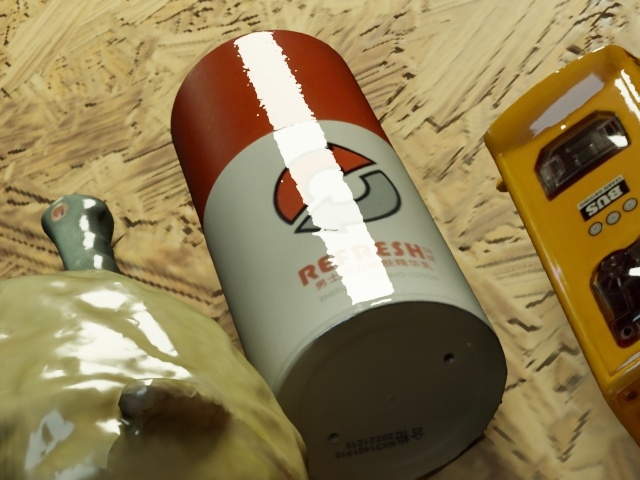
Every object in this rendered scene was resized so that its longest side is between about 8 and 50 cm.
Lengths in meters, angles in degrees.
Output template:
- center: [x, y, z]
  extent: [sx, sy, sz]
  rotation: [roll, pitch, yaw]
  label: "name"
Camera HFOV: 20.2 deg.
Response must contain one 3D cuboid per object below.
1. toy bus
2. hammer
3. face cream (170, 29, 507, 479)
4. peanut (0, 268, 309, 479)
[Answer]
- center: [0.120, -0.006, 0.674]
  extent: [0.083, 0.088, 0.194]
  rotation: [-36, 39, 15]
  label: "toy bus"
- center: [-0.090, 0.062, 0.861]
  extent: [0.111, 0.033, 0.287]
  rotation: [-39, 38, 9]
  label: "hammer"
- center: [0.000, 0.000, 0.776]
  extent: [0.096, 0.096, 0.214]
  rotation: [-38, 38, 11]
  label: "face cream"
- center: [-0.114, 0.097, 0.696]
  extent: [0.291, 0.143, 0.159]
  rotation: [-27, 32, 45]
  label: "peanut"
